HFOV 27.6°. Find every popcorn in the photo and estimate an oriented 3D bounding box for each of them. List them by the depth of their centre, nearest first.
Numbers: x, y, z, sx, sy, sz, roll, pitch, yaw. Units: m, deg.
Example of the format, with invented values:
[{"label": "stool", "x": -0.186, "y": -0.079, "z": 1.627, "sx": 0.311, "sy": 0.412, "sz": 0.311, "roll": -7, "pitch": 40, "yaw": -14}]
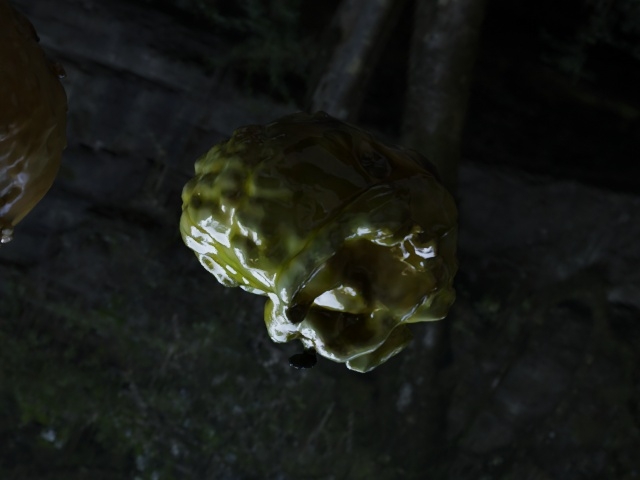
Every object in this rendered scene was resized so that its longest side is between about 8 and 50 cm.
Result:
[{"label": "popcorn", "x": 0.003, "y": -0.001, "z": 0.957, "sx": 0.218, "sy": 0.169, "sz": 0.189, "roll": 9, "pitch": -152, "yaw": -37}]

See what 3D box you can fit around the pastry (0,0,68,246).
[{"label": "pastry", "x": -0.334, "y": -0.081, "z": 0.941, "sx": 0.285, "sy": 0.184, "sz": 0.315, "roll": -4, "pitch": 153, "yaw": 17}]
